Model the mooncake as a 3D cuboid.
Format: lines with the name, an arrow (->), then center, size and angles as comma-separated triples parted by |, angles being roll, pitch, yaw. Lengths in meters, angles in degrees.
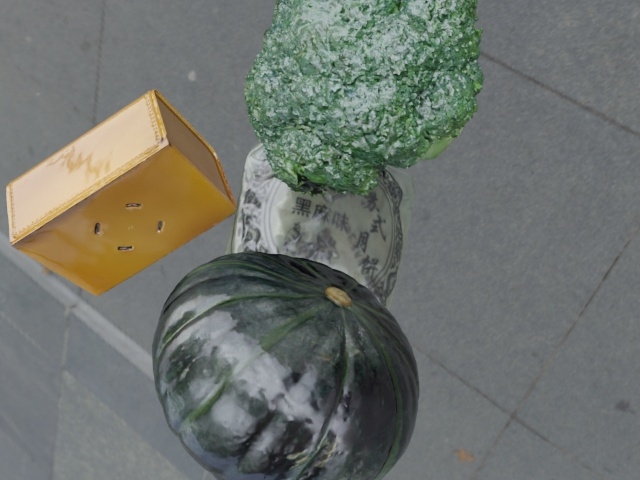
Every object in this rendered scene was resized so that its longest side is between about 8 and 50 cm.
mooncake -> 0.001, -0.001, 0.977 | 0.136, 0.254, 0.250 | -17, 58, 65

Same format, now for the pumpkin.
pumpkin -> -0.037, 0.124, 0.665 | 0.216, 0.250, 0.250 | -38, 86, 23

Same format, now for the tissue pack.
tissue pack -> -0.298, -0.068, 1.117 | 0.274, 0.194, 0.145 | -30, 52, 9

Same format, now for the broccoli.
broccoli -> 0.051, -0.163, 0.749 | 0.269, 0.270, 0.270 | -12, 68, 32
